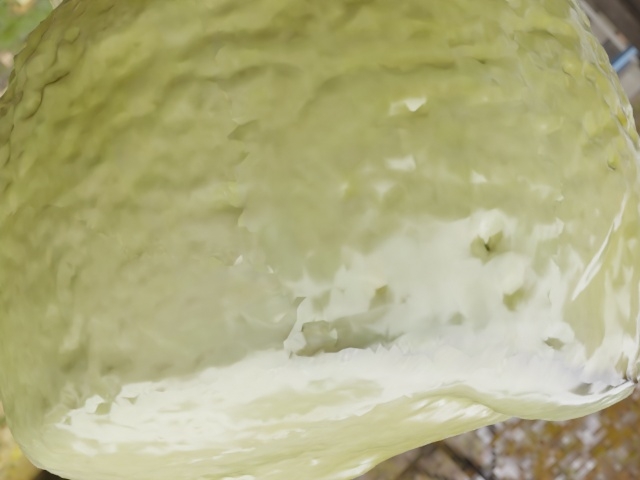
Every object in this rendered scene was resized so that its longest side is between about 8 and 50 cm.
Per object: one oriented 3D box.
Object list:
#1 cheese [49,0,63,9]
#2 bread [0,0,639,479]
[{"bbox_3d":[-0.036,-0.179,0.841,0.226,0.117,0.214,-14,-149,25],"label":"cheese"},{"bbox_3d":[-0.002,-0.011,0.716,0.320,0.237,0.320,-9,157,-4],"label":"bread"}]
